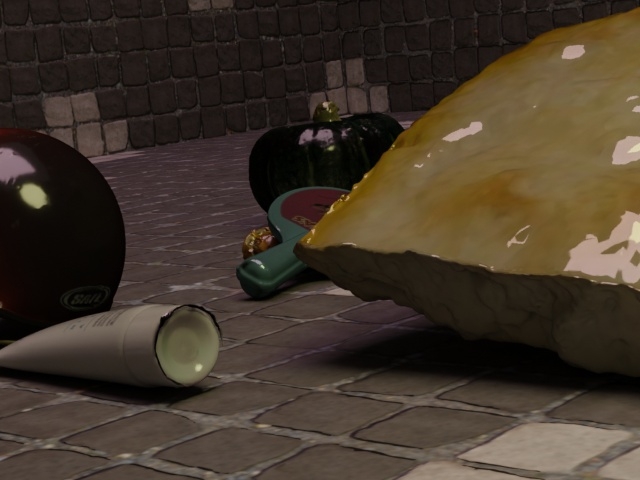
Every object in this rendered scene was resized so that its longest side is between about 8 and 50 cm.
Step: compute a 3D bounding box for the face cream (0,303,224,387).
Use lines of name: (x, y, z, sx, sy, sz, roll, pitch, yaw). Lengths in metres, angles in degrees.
face cream: (-0.162, 0.077, 1.021, 0.092, 0.058, 0.244, -18, 8, -39)

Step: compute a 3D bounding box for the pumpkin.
pumpkin: (0.013, -0.095, 1.715, 0.212, 0.152, 0.211, -21, 8, 3)

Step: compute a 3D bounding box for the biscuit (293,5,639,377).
biscuit: (0.236, -0.051, 0.984, 0.429, 0.104, 0.446, 1, 35, 36)

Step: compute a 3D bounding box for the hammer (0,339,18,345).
hammer: (-0.246, 0.086, 1.152, 0.123, 0.014, 0.029, 1, 7, 26)

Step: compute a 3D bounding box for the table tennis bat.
table tennis bat: (0.000, 0.002, 1.356, 0.153, 0.040, 0.244, 28, 31, 24)

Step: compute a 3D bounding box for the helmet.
helmet: (-0.275, -0.003, 1.229, 0.216, 0.193, 0.189, 38, 22, 27)

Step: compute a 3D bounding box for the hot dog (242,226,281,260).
hot dog: (0.000, 0.000, 1.443, 0.165, 0.045, 0.071, -11, 9, -31)
